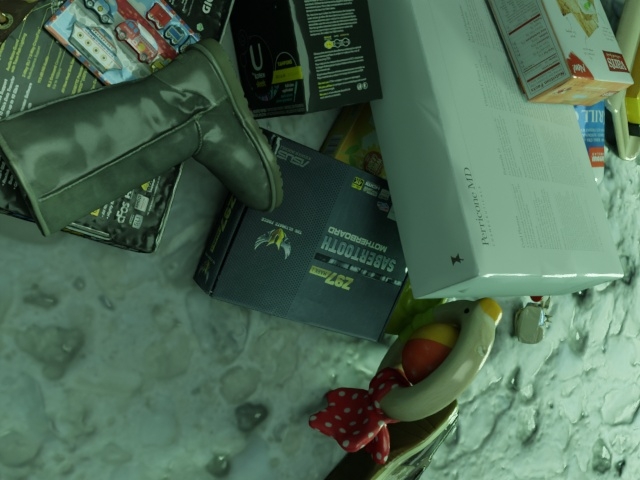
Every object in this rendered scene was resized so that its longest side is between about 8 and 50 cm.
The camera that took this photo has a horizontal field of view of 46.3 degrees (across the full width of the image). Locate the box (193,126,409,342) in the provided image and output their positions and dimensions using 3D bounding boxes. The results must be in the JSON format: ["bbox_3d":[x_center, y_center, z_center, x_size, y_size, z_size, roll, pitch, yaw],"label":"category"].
[{"bbox_3d":[0.000,0.000,0.834,0.233,0.059,0.183,20,98,-30],"label":"box"}]

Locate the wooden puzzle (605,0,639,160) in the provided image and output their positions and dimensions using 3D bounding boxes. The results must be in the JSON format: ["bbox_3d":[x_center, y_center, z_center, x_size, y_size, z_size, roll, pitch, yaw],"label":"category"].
[{"bbox_3d":[0.487,-0.258,1.137,0.239,0.044,0.220,28,78,-57],"label":"wooden puzzle"}]

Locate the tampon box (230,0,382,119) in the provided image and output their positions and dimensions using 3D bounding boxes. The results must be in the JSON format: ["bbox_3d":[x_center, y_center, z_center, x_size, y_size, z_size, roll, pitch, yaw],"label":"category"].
[{"bbox_3d":[-0.021,-0.217,0.792,0.102,0.120,0.160,-17,104,-33],"label":"tampon box"}]

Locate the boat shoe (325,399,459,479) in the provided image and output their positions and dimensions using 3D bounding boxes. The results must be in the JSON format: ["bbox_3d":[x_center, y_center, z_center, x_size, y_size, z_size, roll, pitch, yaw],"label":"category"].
[{"bbox_3d":[0.092,0.281,0.945,0.224,0.080,0.073,-38,119,-20],"label":"boat shoe"}]

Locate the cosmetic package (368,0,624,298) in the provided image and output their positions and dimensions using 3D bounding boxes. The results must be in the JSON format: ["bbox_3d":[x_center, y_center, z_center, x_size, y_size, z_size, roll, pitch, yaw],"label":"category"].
[{"bbox_3d":[0.191,-0.124,0.864,0.285,0.097,0.376,4,69,-43],"label":"cosmetic package"}]

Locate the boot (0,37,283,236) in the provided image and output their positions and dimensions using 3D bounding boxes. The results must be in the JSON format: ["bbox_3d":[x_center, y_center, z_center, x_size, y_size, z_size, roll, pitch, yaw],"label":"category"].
[{"bbox_3d":[-0.150,-0.062,0.657,0.208,0.076,0.189,-38,113,-28],"label":"boot"}]

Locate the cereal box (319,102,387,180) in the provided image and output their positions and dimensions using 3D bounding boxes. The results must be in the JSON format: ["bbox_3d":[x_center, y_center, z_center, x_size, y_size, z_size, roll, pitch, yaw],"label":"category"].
[{"bbox_3d":[0.121,-0.100,0.944,0.240,0.047,0.172,36,74,-31],"label":"cereal box"}]

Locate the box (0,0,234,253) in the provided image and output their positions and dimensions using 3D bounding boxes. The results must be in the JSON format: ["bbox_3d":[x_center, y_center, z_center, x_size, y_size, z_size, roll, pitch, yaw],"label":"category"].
[{"bbox_3d":[-0.230,-0.174,0.681,0.257,0.079,0.321,19,84,-32],"label":"box"}]

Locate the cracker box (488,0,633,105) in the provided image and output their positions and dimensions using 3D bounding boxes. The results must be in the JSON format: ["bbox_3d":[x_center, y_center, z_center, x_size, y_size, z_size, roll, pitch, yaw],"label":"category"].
[{"bbox_3d":[0.274,-0.280,0.898,0.156,0.067,0.232,-8,77,-44],"label":"cracker box"}]

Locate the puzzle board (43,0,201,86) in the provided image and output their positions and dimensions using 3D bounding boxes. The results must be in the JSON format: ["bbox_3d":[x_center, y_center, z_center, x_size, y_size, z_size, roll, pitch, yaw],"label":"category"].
[{"bbox_3d":[-0.166,-0.178,0.672,0.128,0.011,0.096,44,70,-28],"label":"puzzle board"}]

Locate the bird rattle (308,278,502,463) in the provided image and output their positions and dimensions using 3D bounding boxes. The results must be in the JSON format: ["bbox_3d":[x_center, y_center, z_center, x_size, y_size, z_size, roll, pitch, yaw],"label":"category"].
[{"bbox_3d":[0.108,0.142,0.876,0.143,0.207,0.253,51,56,-7],"label":"bird rattle"}]

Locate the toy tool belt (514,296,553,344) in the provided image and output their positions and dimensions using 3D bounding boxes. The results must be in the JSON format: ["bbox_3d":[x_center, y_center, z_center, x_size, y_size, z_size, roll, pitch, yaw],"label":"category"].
[{"bbox_3d":[0.314,0.111,1.101,0.051,0.052,0.083,6,95,-66],"label":"toy tool belt"}]

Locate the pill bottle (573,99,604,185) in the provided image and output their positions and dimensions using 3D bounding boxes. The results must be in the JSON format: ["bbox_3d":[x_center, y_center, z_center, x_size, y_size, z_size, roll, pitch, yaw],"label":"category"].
[{"bbox_3d":[0.328,-0.133,1.036,0.124,0.124,0.221,-7,98,-34],"label":"pill bottle"}]

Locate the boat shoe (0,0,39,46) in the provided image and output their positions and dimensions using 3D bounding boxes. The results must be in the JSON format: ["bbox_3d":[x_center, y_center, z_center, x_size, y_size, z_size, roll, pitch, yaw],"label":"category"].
[{"bbox_3d":[-0.252,-0.211,0.542,0.123,0.123,0.341,41,72,-30],"label":"boat shoe"}]
